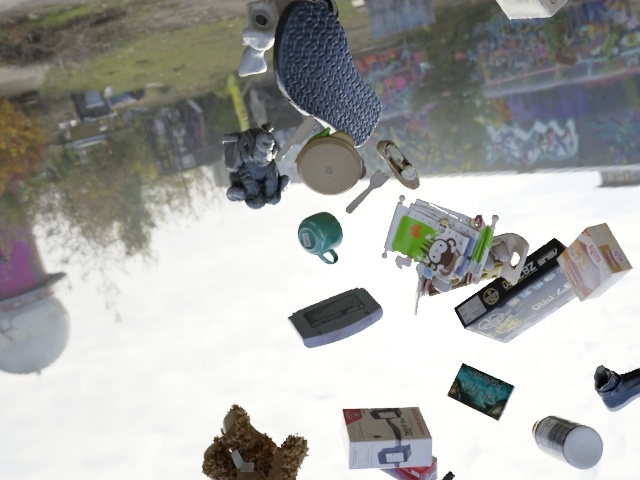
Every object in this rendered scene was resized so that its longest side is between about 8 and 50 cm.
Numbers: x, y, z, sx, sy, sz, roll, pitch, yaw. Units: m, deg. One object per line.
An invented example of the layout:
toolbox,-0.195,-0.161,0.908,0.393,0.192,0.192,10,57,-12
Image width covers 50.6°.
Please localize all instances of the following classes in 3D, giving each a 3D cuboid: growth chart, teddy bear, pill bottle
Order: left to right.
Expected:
teddy bear,-0.110,0.478,1.344,0.338,0.245,0.113,17,176,37
growth chart,0.235,0.002,1.375,0.237,0.171,0.021,18,-160,31
pill bottle,0.744,0.609,2.078,0.131,0.130,0.246,-16,179,-10

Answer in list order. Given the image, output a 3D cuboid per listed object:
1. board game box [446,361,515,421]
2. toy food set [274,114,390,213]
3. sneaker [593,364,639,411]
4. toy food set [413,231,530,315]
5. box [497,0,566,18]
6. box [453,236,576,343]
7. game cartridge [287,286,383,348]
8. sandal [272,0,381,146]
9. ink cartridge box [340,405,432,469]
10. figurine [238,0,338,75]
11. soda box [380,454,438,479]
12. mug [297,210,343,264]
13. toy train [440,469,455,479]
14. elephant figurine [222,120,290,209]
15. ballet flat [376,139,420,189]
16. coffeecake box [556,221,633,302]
board game box,0.510,0.482,2.163,0.186,0.126,0.026,20,166,36
toy food set,0.020,-0.143,1.268,0.132,0.192,0.038,-45,-162,28
sneaker,1.009,0.450,2.238,0.226,0.163,0.086,-40,-155,2
toy food set,0.396,0.102,1.813,0.306,0.092,0.219,-16,148,-5
box,0.443,-0.544,1.188,0.311,0.121,0.148,-44,-157,1
box,0.666,0.172,2.180,0.395,0.097,0.318,-40,145,22
game cartridge,0.054,0.263,2.311,0.298,0.062,0.198,-20,-146,-13
sandal,-0.005,-0.316,1.349,0.107,0.167,0.446,31,175,27
ink cartridge box,0.188,0.564,1.948,0.238,0.100,0.172,0,-161,-6
figurine,-0.083,-0.442,1.503,0.215,0.092,0.209,-17,166,-16
soda box,0.230,0.664,2.080,0.263,0.083,0.092,18,-147,41
mug,0.000,-0.009,2.095,0.158,0.129,0.097,43,-140,22
toy train,0.325,0.701,1.900,0.158,0.027,0.036,-52,159,16
elephant figurine,-0.150,-0.207,1.592,0.186,0.239,0.169,20,-134,21
ballet flat,0.263,-0.248,2.228,0.073,0.206,0.067,-47,-170,-15
coffeecake box,0.726,0.060,1.806,0.068,0.142,0.185,-14,154,-14
